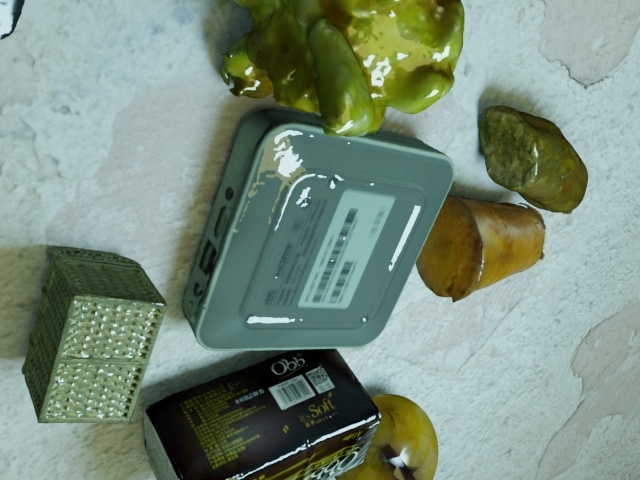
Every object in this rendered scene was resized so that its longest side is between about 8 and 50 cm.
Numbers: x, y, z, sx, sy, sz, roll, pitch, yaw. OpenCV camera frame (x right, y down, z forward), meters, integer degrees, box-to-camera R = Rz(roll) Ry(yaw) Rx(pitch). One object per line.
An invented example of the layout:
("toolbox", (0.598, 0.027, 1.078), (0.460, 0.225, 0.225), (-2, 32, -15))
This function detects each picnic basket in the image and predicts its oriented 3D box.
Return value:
("picnic basket", (-0.320, 0.128, 0.969), (0.134, 0.154, 0.196), (9, 109, -34))

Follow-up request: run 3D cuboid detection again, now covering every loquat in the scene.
("loquat", (0.135, 0.442, 1.468), (0.235, 0.235, 0.235), (-19, 129, -26))

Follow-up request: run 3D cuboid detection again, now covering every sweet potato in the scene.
("sweet potato", (0.427, -0.142, 1.348), (0.369, 0.158, 0.158), (18, 107, -47))

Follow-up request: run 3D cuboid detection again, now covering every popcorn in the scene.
("popcorn", (0.023, -0.275, 0.848), (0.325, 0.321, 0.290), (32, 92, -27))

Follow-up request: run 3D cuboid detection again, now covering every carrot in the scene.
("carrot", (0.322, 0.004, 1.337), (0.254, 0.196, 0.196), (-6, 122, -36))

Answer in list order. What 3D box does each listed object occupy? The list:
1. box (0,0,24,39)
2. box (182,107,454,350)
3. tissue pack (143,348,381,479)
("box", (-0.427, -0.364, 0.601), (0.359, 0.091, 0.350), (-1, 118, -36))
("box", (0.000, 0.001, 1.150), (0.396, 0.111, 0.396), (4, 117, -37))
("tissue pack", (-0.100, 0.332, 1.218), (0.369, 0.210, 0.198), (-16, 136, -27))
